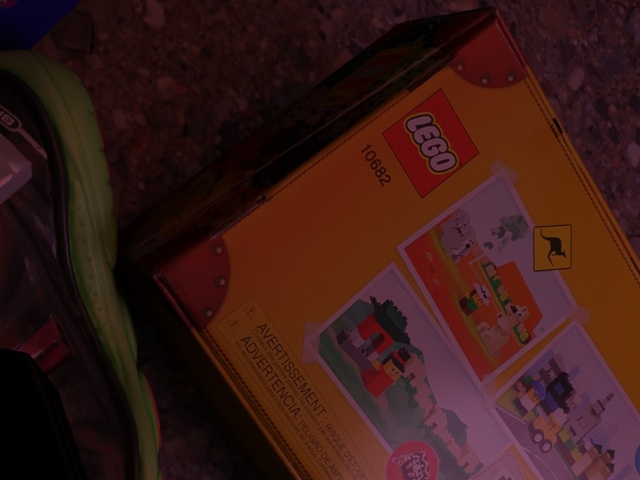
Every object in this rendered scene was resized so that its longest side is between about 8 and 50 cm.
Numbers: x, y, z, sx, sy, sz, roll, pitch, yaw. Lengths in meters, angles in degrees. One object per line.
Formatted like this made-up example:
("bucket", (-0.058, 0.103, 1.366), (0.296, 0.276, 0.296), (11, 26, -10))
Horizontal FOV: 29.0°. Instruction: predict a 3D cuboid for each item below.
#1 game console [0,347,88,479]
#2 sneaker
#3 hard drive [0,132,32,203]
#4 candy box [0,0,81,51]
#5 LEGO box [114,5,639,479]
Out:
("game console", (-0.242, 0.270, 0.871), (0.213, 0.044, 0.361), (-20, 90, 0))
("sneaker", (-0.249, 0.095, 0.988), (0.202, 0.185, 0.483), (-11, 85, -19))
("hard drive", (-0.387, -0.095, 0.880), (0.307, 0.040, 0.203), (45, 70, 4))
("candy box", (-0.244, -0.320, 0.950), (0.268, 0.317, 0.122), (41, 35, -24))
("LEGO box", (0.103, 0.102, 1.136), (0.372, 0.193, 0.500), (-38, 108, -16))
